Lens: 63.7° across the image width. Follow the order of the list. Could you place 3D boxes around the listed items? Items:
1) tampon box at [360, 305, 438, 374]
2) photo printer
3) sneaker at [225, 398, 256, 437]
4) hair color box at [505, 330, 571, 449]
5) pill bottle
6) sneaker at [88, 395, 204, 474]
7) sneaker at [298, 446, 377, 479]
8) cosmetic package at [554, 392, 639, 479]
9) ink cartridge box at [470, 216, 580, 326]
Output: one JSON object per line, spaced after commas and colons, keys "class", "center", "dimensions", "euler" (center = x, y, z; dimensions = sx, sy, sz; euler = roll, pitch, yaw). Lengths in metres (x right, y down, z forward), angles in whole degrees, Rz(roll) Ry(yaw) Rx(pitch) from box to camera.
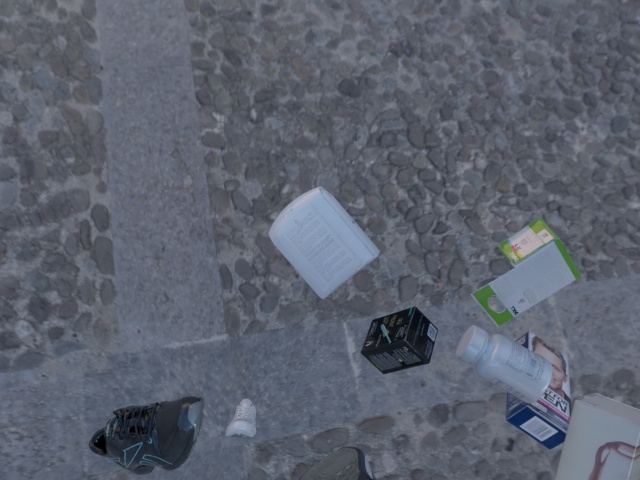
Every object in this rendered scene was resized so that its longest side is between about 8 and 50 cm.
{"class": "tampon box", "center": [0.209, 0.267, 1.370], "dimensions": [0.101, 0.161, 0.121], "euler": [45, 46, -18]}
{"class": "photo printer", "center": [0.000, 0.000, 1.660], "dimensions": [0.256, 0.107, 0.308], "euler": [-41, 91, 20]}
{"class": "sneaker", "center": [-0.251, 0.568, 1.654], "dimensions": [0.090, 0.232, 0.116], "euler": [4, 73, -4]}
{"class": "hair color box", "center": [0.716, 0.479, 1.691], "dimensions": [0.173, 0.105, 0.347], "euler": [34, 37, -1]}
{"class": "pill bottle", "center": [0.497, 0.332, 1.410], "dimensions": [0.229, 0.131, 0.131], "euler": [29, 67, 4]}
{"class": "sneaker", "center": [-0.272, 0.303, 0.799], "dimensions": [0.106, 0.267, 0.101], "euler": [29, 42, -25]}
{"class": "sneaker", "center": [0.054, 0.292, 0.472], "dimensions": [0.086, 0.226, 0.164], "euler": [-30, 91, -13]}
{"class": "cosmetic package", "center": [0.572, 0.483, 1.055], "dimensions": [0.153, 0.129, 0.297], "euler": [8, 95, -45]}
{"class": "ink cartridge box", "center": [0.524, 0.089, 1.364], "dimensions": [0.255, 0.189, 0.097], "euler": [-36, 37, 14]}
